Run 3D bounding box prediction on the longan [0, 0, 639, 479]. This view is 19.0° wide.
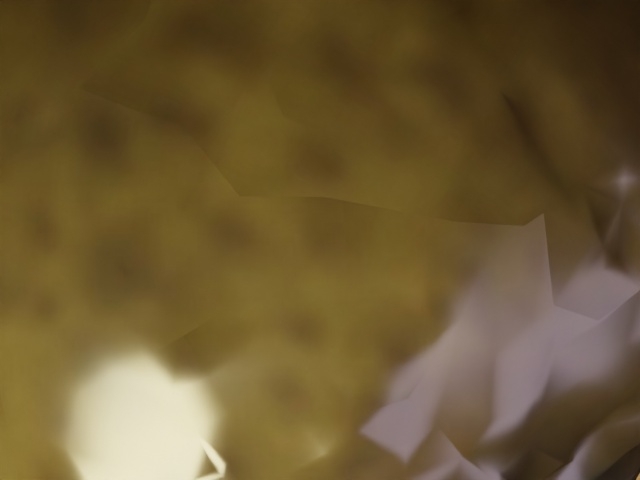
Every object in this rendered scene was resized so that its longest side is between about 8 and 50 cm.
[{"bbox_3d":[0.000,0.000,0.792,0.391,0.391,0.391,-51,169,-14],"label":"longan"}]
